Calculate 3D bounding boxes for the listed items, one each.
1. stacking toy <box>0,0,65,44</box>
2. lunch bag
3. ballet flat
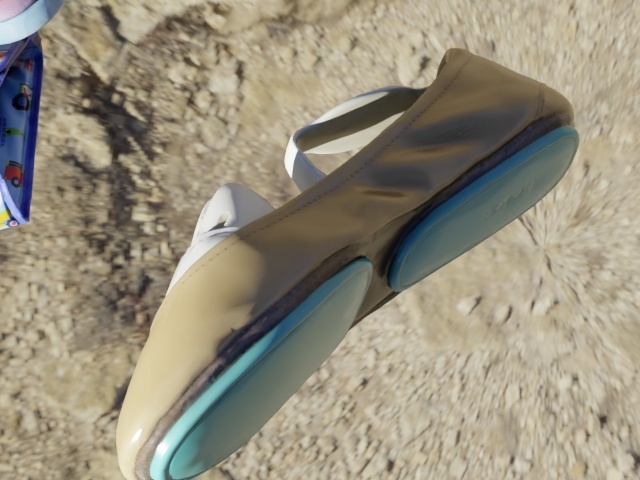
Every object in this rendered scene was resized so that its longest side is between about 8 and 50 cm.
[{"bbox_3d":[-0.273,-0.352,1.587,0.279,0.130,0.309,1,56,26],"label":"stacking toy"},{"bbox_3d":[-0.441,-0.138,1.617,0.220,0.138,0.293,-14,44,15],"label":"lunch bag"},{"bbox_3d":[0.000,0.000,0.491,0.073,0.080,0.232,41,51,19],"label":"ballet flat"}]
